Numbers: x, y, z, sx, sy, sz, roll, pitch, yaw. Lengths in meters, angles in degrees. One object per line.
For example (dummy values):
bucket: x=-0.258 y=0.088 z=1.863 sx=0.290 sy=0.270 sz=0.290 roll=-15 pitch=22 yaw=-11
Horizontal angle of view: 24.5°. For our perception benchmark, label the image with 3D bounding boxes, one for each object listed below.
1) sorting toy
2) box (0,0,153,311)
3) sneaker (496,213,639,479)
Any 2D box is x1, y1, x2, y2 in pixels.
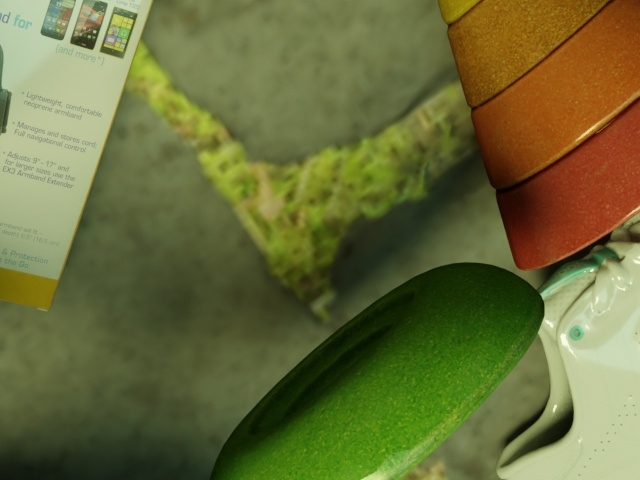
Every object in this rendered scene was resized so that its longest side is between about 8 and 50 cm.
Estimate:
sorting toy: x=0.000 y=0.000 z=0.469 sx=0.365 sy=0.127 sz=0.126 roll=-42 pitch=96 yaw=-28
box: x=-0.110 y=-0.050 z=0.491 sx=0.081 sy=0.028 sz=0.136 roll=15 pitch=102 yaw=-24
sneaker: x=0.130 y=0.017 z=0.584 sx=0.094 sy=0.080 sz=0.212 roll=12 pitch=108 yaw=-12
